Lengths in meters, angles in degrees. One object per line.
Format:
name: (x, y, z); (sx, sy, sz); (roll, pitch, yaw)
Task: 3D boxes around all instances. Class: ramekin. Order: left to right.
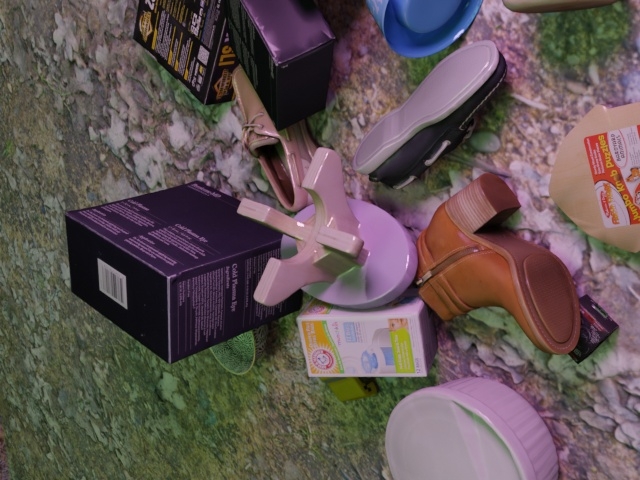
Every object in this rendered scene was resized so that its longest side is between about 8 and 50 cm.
ramekin: (0.243, 0.338, 1.243); (0.273, 0.127, 0.272); (20, 119, 42)

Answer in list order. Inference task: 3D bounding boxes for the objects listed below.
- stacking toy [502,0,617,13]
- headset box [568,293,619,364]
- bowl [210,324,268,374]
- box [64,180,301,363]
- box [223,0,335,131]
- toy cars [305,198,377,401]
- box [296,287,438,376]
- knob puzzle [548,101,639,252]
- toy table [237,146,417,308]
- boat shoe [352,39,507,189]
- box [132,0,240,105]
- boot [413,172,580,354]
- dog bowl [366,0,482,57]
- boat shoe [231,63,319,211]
stacking toy: (0.276, -0.436, 0.912); (0.141, 0.141, 0.330); (7, 105, 46)
headset box: (0.363, 0.120, 1.100); (0.062, 0.032, 0.083); (48, 133, 23)
bowl: (-0.161, 0.184, 1.652); (0.170, 0.080, 0.170); (20, 120, 41)
box: (-0.258, 0.043, 1.527); (0.343, 0.313, 0.178); (26, 123, 39)
box: (-0.068, -0.311, 1.254); (0.184, 0.103, 0.261); (64, 172, 10)
toy cars: (0.031, 0.123, 1.416); (0.177, 0.087, 0.393); (28, 124, 37)
box: (0.078, 0.150, 1.301); (0.203, 0.103, 0.114); (-3, 108, 20)
knob puzzle: (0.379, -0.080, 1.008); (0.213, 0.030, 0.213); (20, 119, 40)
toy table: (0.000, 0.000, 1.243); (0.274, 0.161, 0.252); (4, 73, 41)
boat shoe: (0.169, -0.173, 1.156); (0.303, 0.091, 0.114); (-33, 36, 49)
box: (-0.227, -0.453, 1.479); (0.257, 0.079, 0.321); (45, 133, 28)
boot: (0.232, 0.071, 1.153); (0.283, 0.109, 0.220); (62, 141, 20)
dog bowl: (0.155, -0.388, 1.039); (0.074, 0.166, 0.297); (53, 138, 36)
boat shoe: (-0.086, -0.188, 1.412); (0.109, 0.098, 0.302); (-37, 77, 48)
